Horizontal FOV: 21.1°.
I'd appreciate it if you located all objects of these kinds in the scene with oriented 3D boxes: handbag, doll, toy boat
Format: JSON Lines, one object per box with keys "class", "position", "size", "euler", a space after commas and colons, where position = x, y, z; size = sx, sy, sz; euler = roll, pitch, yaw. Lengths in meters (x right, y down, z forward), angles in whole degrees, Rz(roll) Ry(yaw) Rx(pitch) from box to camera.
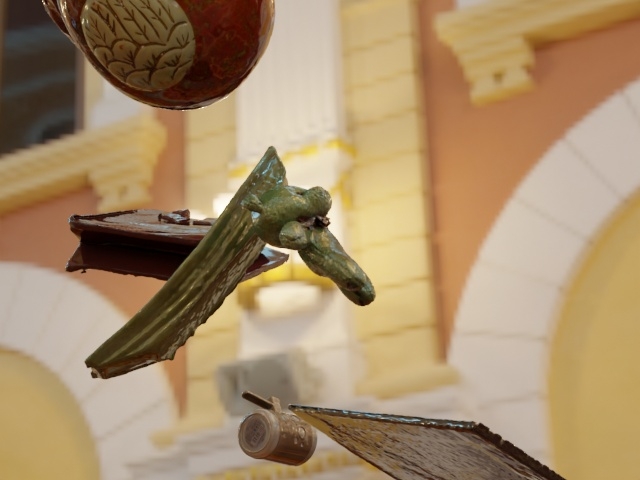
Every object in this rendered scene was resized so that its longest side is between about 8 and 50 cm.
{"class": "handbag", "position": [-0.201, 0.005, 2.469], "size": [0.260, 0.084, 0.275], "euler": [6, 8, 20]}
{"class": "doll", "position": [0.000, 0.000, 1.626], "size": [0.077, 0.150, 0.115], "euler": [-48, -26, 6]}
{"class": "toy boat", "position": [-0.119, 0.035, 1.719], "size": [0.055, 0.293, 0.093], "euler": [35, -18, 16]}

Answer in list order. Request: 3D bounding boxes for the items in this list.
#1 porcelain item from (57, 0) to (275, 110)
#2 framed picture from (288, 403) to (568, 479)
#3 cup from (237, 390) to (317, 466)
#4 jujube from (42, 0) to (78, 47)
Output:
{"class": "porcelain item", "position": [-0.142, -0.266, 1.804], "size": [0.253, 0.253, 0.253], "euler": [-2, -23, -1]}
{"class": "framed picture", "position": [0.135, 0.205, 1.444], "size": [0.244, 0.013, 0.324], "euler": [33, -17, -21]}
{"class": "cup", "position": [-0.062, 0.261, 2.410], "size": [0.074, 0.102, 0.099], "euler": [-13, -20, 33]}
{"class": "jujube", "position": [-0.245, -0.314, 2.150], "size": [0.197, 0.290, 0.197], "euler": [-34, -5, -3]}
